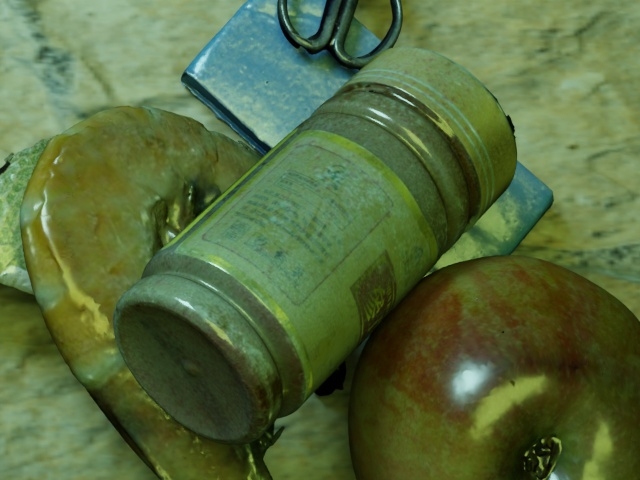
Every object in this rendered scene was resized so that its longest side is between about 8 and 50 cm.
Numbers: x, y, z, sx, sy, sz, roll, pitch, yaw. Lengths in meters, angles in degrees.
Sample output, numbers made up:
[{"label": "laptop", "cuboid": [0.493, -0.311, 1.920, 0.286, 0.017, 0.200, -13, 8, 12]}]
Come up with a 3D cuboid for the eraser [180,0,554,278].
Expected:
[{"label": "eraser", "cuboid": [0.041, -0.087, 1.474, 0.312, 0.042, 0.144, 42, 74, 3]}]

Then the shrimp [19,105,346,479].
[{"label": "shrimp", "cuboid": [-0.070, 0.095, 1.375, 0.272, 0.085, 0.445, -26, 88, -41]}]

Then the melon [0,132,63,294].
[{"label": "melon", "cuboid": [-0.215, 0.001, 1.394, 0.202, 0.093, 0.139, -35, 83, -25]}]

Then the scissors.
[{"label": "scissors", "cuboid": [0.041, -0.281, 1.509, 0.109, 0.022, 0.300, 20, 62, -9]}]

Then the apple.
[{"label": "apple", "cuboid": [0.150, 0.137, 1.328, 0.257, 0.234, 0.256, 0, 92, -8]}]

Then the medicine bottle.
[{"label": "medicine bottle", "cuboid": [0.000, 0.000, 1.298, 0.151, 0.151, 0.322, 44, 56, 3]}]
